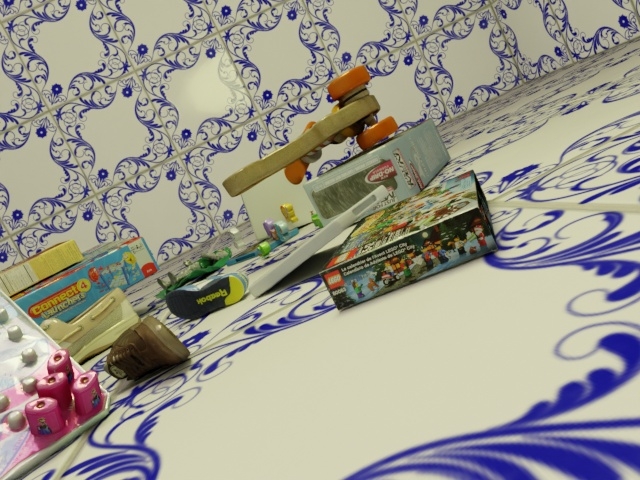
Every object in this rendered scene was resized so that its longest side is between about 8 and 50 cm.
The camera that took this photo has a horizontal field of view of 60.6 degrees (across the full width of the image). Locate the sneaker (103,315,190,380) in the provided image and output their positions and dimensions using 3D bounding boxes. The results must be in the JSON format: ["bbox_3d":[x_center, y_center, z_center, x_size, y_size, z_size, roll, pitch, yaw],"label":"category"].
[{"bbox_3d":[-0.208,0.137,0.639,0.071,0.066,0.188,-49,12,-26],"label":"sneaker"}]

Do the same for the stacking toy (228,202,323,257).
[{"bbox_3d":[-0.101,-0.029,1.255,0.167,0.052,0.221,-28,18,-21],"label":"stacking toy"}]

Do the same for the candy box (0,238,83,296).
[{"bbox_3d":[-0.616,0.064,1.162,0.109,0.053,0.187,-7,20,48],"label":"candy box"}]

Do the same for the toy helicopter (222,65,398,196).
[{"bbox_3d":[-0.038,-0.184,1.073,0.355,0.140,0.235,-33,6,-19],"label":"toy helicopter"}]

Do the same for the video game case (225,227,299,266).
[{"bbox_3d":[-0.143,0.017,1.335,0.166,0.015,0.119,-18,12,45],"label":"video game case"}]

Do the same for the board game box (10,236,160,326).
[{"bbox_3d":[-0.561,0.103,1.218,0.302,0.086,0.308,-33,17,-36],"label":"board game box"}]

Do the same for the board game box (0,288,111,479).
[{"bbox_3d":[-0.477,0.147,0.511,0.390,0.050,0.390,30,41,27],"label":"board game box"}]

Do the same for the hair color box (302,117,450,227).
[{"bbox_3d":[0.134,-0.147,1.150,0.185,0.113,0.374,-23,9,29],"label":"hair color box"}]

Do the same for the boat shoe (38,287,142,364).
[{"bbox_3d":[-0.464,0.184,0.960,0.109,0.098,0.302,-18,11,47],"label":"boat shoe"}]

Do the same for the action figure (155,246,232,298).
[{"bbox_3d":[-0.306,0.066,1.395,0.137,0.063,0.232,-25,4,36],"label":"action figure"}]

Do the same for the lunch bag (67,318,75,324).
[{"bbox_3d":[-0.598,0.208,1.254,0.176,0.090,0.219,-26,12,-17],"label":"lunch bag"}]

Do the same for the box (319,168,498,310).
[{"bbox_3d":[0.103,-0.011,0.599,0.159,0.044,0.233,-23,8,19],"label":"box"}]

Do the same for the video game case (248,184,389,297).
[{"bbox_3d":[0.000,0.000,0.802,0.190,0.022,0.173,-37,0,34],"label":"video game case"}]

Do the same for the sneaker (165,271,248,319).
[{"bbox_3d":[-0.175,0.085,0.860,0.144,0.053,0.059,-15,12,18],"label":"sneaker"}]

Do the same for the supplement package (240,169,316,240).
[{"bbox_3d":[-0.124,-0.119,1.523,0.178,0.175,0.293,-20,7,-5],"label":"supplement package"}]
